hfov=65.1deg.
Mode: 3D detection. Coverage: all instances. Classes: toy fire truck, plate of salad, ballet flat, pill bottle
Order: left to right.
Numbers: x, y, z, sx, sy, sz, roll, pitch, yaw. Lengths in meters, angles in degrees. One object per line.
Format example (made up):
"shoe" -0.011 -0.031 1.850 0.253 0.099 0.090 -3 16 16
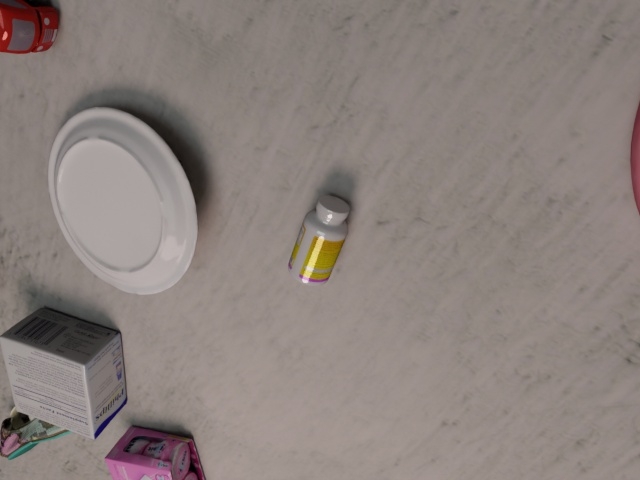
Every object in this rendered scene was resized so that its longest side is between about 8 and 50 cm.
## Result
"toy fire truck" -0.347 -0.224 0.425 0.192 0.135 0.047 35 122 -1
"ballet flat" -0.422 0.267 0.752 0.222 0.077 0.079 -28 85 29
"plate of salad" -0.205 -0.038 0.526 0.200 0.048 0.199 8 111 23
"pill bottle" 0.000 0.000 0.476 0.043 0.043 0.083 25 122 5

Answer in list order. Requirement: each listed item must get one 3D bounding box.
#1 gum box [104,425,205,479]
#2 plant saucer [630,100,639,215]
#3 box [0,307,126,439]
"gum box" -0.231 0.362 0.733 0.107 0.062 0.188 2 117 18
"plant saucer" 0.379 -0.059 0.292 0.332 0.084 0.332 9 119 16
"box" -0.337 0.176 0.668 0.126 0.072 0.137 15 119 11
